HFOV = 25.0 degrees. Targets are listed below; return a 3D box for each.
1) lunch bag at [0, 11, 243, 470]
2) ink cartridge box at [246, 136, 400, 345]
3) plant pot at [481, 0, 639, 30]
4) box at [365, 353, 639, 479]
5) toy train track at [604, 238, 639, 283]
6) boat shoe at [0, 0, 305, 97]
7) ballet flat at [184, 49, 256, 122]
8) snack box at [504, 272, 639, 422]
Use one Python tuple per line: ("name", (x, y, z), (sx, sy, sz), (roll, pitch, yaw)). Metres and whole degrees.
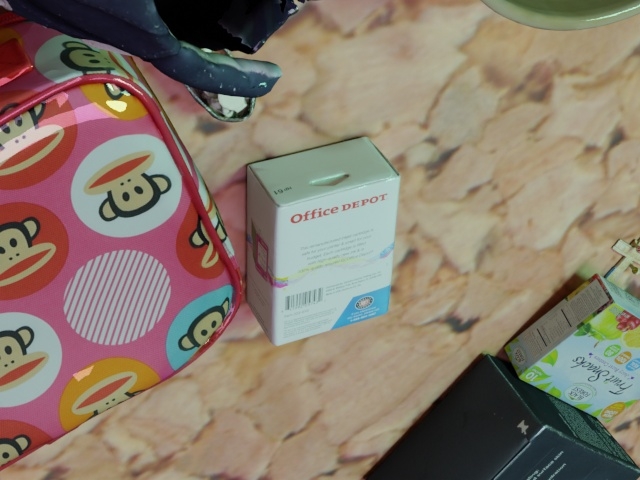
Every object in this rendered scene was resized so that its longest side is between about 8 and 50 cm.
("lunch bag", (-0.207, 0.007, 0.790), (0.293, 0.120, 0.258), (-28, 136, -6))
("ink cartridge box", (0.000, 0.000, 0.958), (0.088, 0.052, 0.122), (-15, 134, -20))
("plant pot", (0.144, -0.243, 0.793), (0.237, 0.110, 0.237), (-16, 132, -18))
("box", (0.151, 0.195, 1.187), (0.156, 0.093, 0.158), (-48, 136, 14))
("toy train track", (0.241, 0.027, 1.154), (0.048, 0.014, 0.083), (24, 113, -42))
("boat shoe", (-0.128, -0.163, 0.559), (0.340, 0.158, 0.127), (23, 96, -54))
("ballet flat", (-0.069, -0.106, 0.833), (0.041, 0.041, 0.114), (-38, 136, 3))
("snack box", (0.229, 0.090, 1.177), (0.100, 0.037, 0.141), (-41, 137, 21))
